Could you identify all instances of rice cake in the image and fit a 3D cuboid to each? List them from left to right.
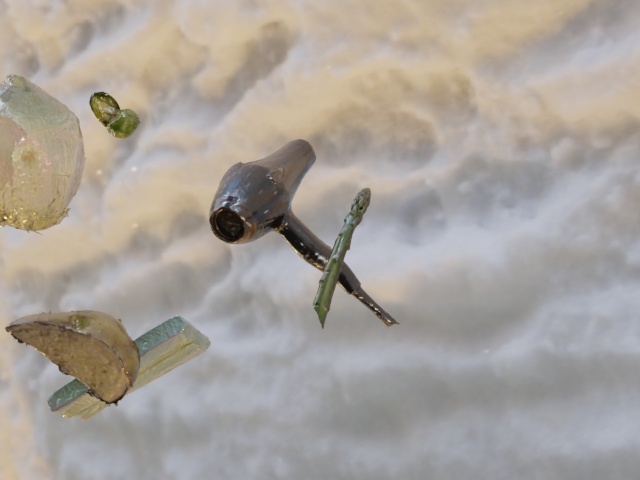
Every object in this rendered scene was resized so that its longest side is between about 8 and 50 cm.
[{"bbox_3d":[-0.258,0.176,1.478,0.222,0.080,0.042,-32,60,6],"label":"rice cake"}]

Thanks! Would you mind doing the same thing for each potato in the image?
[{"bbox_3d":[-0.295,0.116,1.388,0.172,0.089,0.100,37,130,-9],"label":"potato"}]

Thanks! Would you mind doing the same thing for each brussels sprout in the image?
[{"bbox_3d":[-0.294,-0.178,1.570,0.083,0.046,0.051,42,142,29],"label":"brussels sprout"}]

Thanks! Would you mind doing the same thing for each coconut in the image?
[{"bbox_3d":[-0.393,-0.118,1.408,0.194,0.194,0.194,18,114,45],"label":"coconut"}]

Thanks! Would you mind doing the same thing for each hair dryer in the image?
[{"bbox_3d":[0.000,0.000,1.735,0.359,0.304,0.120,45,121,0],"label":"hair dryer"}]

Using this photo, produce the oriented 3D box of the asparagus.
[{"bbox_3d":[0.029,0.015,1.518,0.027,0.236,0.034,10,151,22],"label":"asparagus"}]
